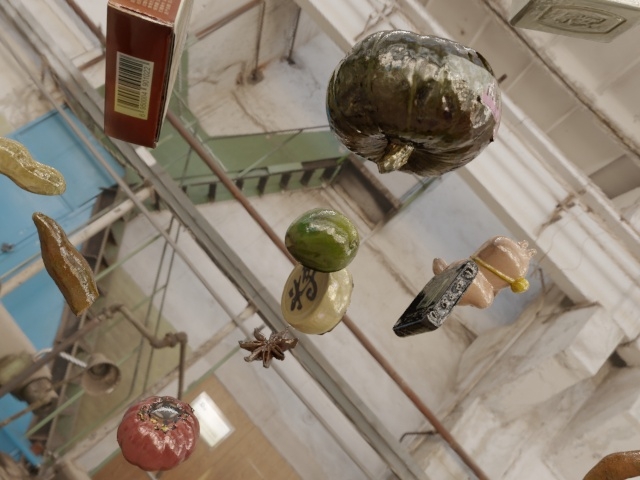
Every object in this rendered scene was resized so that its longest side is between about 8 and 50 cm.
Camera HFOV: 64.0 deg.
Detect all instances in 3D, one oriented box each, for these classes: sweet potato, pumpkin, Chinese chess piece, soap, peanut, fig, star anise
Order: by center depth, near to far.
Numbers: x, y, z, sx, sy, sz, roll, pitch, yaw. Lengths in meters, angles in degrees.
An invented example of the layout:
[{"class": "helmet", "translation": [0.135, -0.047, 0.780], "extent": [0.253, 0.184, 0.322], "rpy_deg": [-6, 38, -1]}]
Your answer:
[{"class": "sweet potato", "translation": [0.425, 0.291, 0.677], "extent": [0.044, 0.179, 0.044], "rpy_deg": [46, 18, -21]}, {"class": "pumpkin", "translation": [0.126, -0.181, 0.757], "extent": [0.260, 0.189, 0.260], "rpy_deg": [14, -17, 4]}, {"class": "soap", "translation": [0.408, -0.373, 0.800], "extent": [0.183, 0.064, 0.121], "rpy_deg": [9, -3, -3]}, {"class": "sweet potato", "translation": [-0.511, 0.043, 1.031], "extent": [0.077, 0.077, 0.244], "rpy_deg": [25, -46, 47]}, {"class": "star anise", "translation": [-0.120, 0.247, 1.174], "extent": [0.141, 0.141, 0.042], "rpy_deg": [24, -51, 47]}, {"class": "fig", "translation": [0.000, 0.000, 1.369], "extent": [0.181, 0.191, 0.181], "rpy_deg": [177, -90, -68]}, {"class": "peanut", "translation": [-0.868, -0.212, 1.487], "extent": [0.117, 0.101, 0.263], "rpy_deg": [-14, -44, 41]}, {"class": "Chinese chess piece", "translation": [-0.014, 0.164, 1.585], "extent": [0.104, 0.257, 0.257], "rpy_deg": [27, -8, -32]}]

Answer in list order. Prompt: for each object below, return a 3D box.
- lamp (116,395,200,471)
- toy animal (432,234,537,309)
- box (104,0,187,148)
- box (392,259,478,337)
[{"class": "lamp", "translation": [-0.363, 0.437, 1.148], "extent": [0.182, 0.182, 0.140], "rpy_deg": [31, -66, 39]}, {"class": "toy animal", "translation": [0.424, 0.081, 1.296], "extent": [0.149, 0.248, 0.165], "rpy_deg": [60, 6, -16]}, {"class": "box", "translation": [-0.359, -0.461, 1.112], "extent": [0.122, 0.385, 0.344], "rpy_deg": [13, -34, -17]}, {"class": "box", "translation": [0.164, 0.087, 0.750], "extent": [0.027, 0.126, 0.125], "rpy_deg": [43, -24, -2]}]
